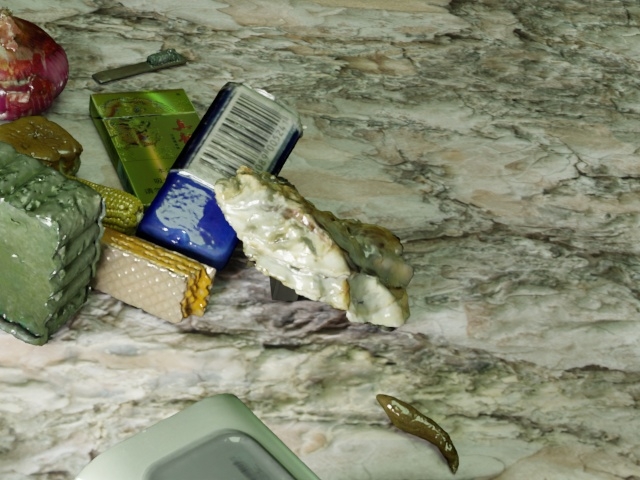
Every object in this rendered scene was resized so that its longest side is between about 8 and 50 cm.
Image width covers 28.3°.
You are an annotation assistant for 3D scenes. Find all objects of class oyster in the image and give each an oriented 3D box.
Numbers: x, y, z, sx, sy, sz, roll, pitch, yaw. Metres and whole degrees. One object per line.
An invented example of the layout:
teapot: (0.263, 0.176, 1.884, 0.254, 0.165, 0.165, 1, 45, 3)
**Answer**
oyster: (0.000, 0.000, 1.886, 0.355, 0.107, 0.201, 23, 51, -13)

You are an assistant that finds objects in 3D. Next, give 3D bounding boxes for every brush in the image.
brush: (-0.330, -0.323, 2.331, 0.190, 0.027, 0.034, -20, 48, -34)

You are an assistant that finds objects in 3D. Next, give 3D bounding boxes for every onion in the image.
onion: (-0.539, -0.316, 2.156, 0.230, 0.163, 0.230, 15, 37, -12)

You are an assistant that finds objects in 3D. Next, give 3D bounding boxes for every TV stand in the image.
TV stand: (-0.064, -0.007, 2.008, 0.040, 0.049, 0.256, 5, 39, -12)

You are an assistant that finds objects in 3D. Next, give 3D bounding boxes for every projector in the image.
projector: (-0.117, 0.356, 1.391, 0.248, 0.248, 0.249, -24, 52, -37)

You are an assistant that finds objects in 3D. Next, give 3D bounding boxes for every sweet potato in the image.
sweet potato: (0.139, 0.260, 1.754, 0.153, 0.038, 0.041, 39, 67, 17)

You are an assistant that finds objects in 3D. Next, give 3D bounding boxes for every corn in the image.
corn: (-0.371, -0.059, 1.964, 0.203, 0.072, 0.072, 16, 39, 5)

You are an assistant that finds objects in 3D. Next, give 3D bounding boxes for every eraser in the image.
eraser: (-0.151, -0.097, 1.991, 0.155, 0.101, 0.332, 28, 55, -2)

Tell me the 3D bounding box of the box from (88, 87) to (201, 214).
box: (-0.265, -0.150, 2.126, 0.173, 0.043, 0.311, -7, 43, -24)

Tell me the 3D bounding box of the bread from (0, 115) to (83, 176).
bread: (-0.463, -0.138, 2.035, 0.140, 0.069, 0.128, 35, 44, 26)

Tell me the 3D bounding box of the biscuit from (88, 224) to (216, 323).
biscuit: (-0.340, 0.017, 1.865, 0.379, 0.094, 0.054, 23, 34, 10)

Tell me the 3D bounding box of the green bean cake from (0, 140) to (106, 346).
green bean cake: (-0.434, -0.008, 1.748, 0.255, 0.241, 0.132, 25, 42, 14)
